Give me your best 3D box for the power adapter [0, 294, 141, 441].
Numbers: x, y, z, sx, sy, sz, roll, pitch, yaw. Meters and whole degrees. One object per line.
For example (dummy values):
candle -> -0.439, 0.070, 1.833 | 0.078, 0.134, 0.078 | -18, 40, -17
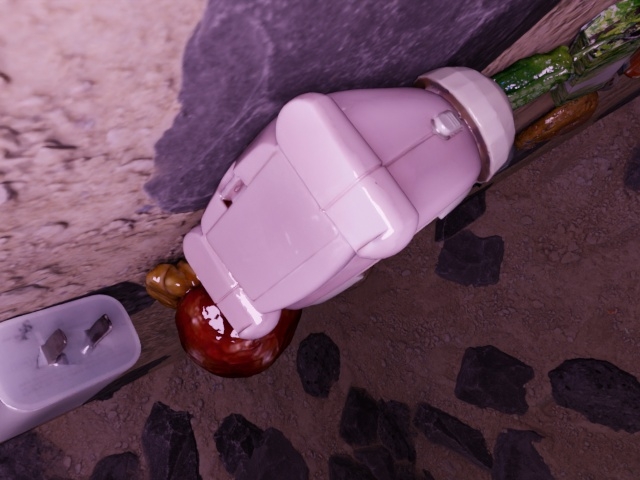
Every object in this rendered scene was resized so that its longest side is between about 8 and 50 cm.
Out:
power adapter -> -0.369, 0.169, 0.630 | 0.255, 0.124, 0.187 | -35, 171, 35

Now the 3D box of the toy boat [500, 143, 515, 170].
toy boat -> 0.464, -0.238, 1.187 | 0.078, 0.085, 0.260 | -36, 180, 35

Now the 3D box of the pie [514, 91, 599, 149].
pie -> 0.668, -0.334, 1.299 | 0.273, 0.069, 0.273 | -25, 169, -5

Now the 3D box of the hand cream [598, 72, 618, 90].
hand cream -> 0.630, -0.374, 1.038 | 0.233, 0.050, 0.080 | -14, 167, -40

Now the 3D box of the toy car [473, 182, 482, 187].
toy car -> 0.261, -0.132, 0.991 | 0.301, 0.118, 0.193 | -31, 169, 2

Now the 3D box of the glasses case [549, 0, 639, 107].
glasses case -> 0.476, -0.317, 0.792 | 0.095, 0.062, 0.272 | -23, 173, 15

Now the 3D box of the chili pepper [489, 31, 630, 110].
chili pepper -> 0.279, -0.226, 0.658 | 0.278, 0.065, 0.122 | -26, 175, 1

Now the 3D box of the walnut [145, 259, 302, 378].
walnut -> -0.149, 0.087, 0.700 | 0.269, 0.243, 0.222 | 101, 11, -70

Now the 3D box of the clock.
clock -> 0.041, -0.053, 0.541 | 0.325, 0.184, 0.342 | -27, 177, -44

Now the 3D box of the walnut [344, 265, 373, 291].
walnut -> 0.079, 0.062, 1.359 | 0.178, 0.178, 0.230 | -34, -178, 26

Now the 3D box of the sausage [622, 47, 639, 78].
sausage -> 0.764, -0.435, 1.018 | 0.083, 0.083, 0.264 | -30, 172, 5
